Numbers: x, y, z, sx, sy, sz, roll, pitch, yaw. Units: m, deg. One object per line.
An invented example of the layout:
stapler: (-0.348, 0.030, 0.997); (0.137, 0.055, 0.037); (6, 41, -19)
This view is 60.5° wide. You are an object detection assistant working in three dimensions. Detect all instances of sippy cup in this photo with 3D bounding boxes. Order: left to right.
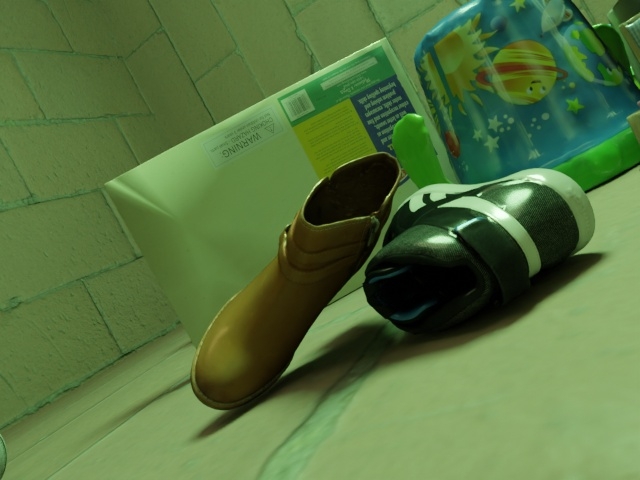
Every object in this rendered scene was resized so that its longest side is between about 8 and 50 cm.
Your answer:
sippy cup: (0.225, -0.161, 0.620); (0.240, 0.224, 0.305); (-29, 1, 29)

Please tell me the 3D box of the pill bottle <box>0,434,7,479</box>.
pill bottle: (-0.419, 0.258, 0.616); (0.108, 0.108, 0.193); (-29, 1, -23)

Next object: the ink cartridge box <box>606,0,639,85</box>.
ink cartridge box: (0.511, -0.281, 0.517); (0.385, 0.160, 0.279); (-29, 0, 23)

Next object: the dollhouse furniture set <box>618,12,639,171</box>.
dollhouse furniture set: (0.263, -0.221, 0.332); (0.198, 0.303, 0.286); (-29, 1, -37)

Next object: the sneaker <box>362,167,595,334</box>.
sneaker: (0.068, 0.012, 0.391); (0.121, 0.079, 0.217); (-29, 2, -22)

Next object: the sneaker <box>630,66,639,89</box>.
sneaker: (0.465, -0.232, 0.802); (0.296, 0.123, 0.109); (-6, 29, 32)

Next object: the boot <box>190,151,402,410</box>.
boot: (-0.021, 0.027, 0.398); (0.197, 0.073, 0.152); (-51, -6, -28)

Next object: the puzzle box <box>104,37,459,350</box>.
puzzle box: (-0.029, -0.048, 0.719); (0.409, 0.272, 0.052); (-28, 2, -3)

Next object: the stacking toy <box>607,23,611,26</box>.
stacking toy: (0.551, -0.284, 0.868); (0.166, 0.175, 0.302); (-24, 13, -25)
